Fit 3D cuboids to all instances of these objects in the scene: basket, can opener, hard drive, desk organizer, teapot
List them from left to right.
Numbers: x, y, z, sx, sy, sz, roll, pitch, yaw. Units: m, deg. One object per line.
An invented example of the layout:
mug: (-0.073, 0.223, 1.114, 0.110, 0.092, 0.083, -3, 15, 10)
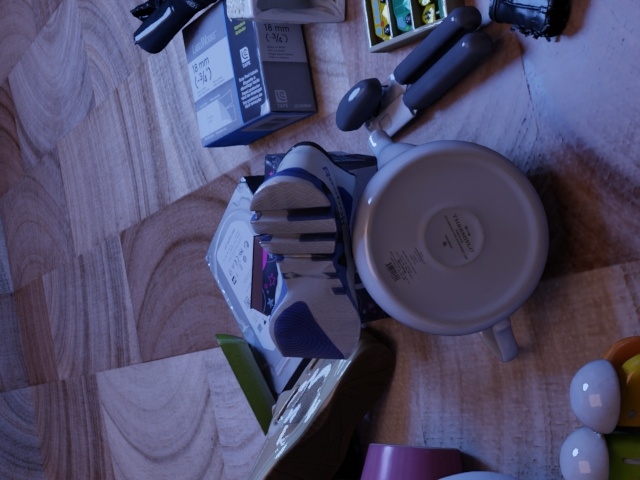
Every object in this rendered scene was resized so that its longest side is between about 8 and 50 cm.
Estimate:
hard drive: (-0.090, 0.081, 1.502, 0.339, 0.064, 0.237, 58, 138, 28)
desk organizer: (-0.083, 0.057, 1.394, 0.050, 0.047, 0.130, 22, 114, 48)
basket: (-0.057, -0.392, 1.290, 0.103, 0.167, 0.113, 14, 107, 59)
can opener: (0.114, -0.214, 1.138, 0.283, 0.095, 0.076, -38, 68, 58)
teapot: (0.157, 0.002, 1.050, 0.187, 0.252, 0.256, 89, -164, -88)

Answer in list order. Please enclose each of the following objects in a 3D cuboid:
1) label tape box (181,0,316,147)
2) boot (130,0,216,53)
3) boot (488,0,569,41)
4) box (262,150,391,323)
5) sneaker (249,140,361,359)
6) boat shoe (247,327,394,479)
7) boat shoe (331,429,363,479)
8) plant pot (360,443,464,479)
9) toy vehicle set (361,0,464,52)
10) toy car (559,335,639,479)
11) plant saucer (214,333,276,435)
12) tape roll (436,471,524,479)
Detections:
label tape box: (-0.139, -0.352, 1.455, 0.240, 0.106, 0.333, -15, 84, 53)
boot: (-0.244, -0.466, 1.488, 0.207, 0.094, 0.246, -26, 44, 39)
boot: (0.249, -0.301, 0.985, 0.099, 0.045, 0.121, 36, 131, 48)
box: (0.018, -0.004, 1.253, 0.142, 0.163, 0.247, 16, 108, 49)
sneaker: (0.000, -0.001, 1.090, 0.127, 0.182, 0.315, 3, 131, 12)
boat shoe: (-0.016, 0.287, 1.315, 0.341, 0.121, 0.110, -53, 39, -1)
boat shoe: (0.030, 0.394, 1.358, 0.089, 0.109, 0.258, -21, 81, 50)
plant pot: (0.128, 0.379, 1.163, 0.201, 0.201, 0.180, -16, 67, 54)
toy vehicle set: (0.114, -0.411, 1.156, 0.166, 0.035, 0.267, -8, 89, 54)
toy car: (0.335, 0.190, 0.892, 0.136, 0.159, 0.182, -97, 10, -75)
plant saucer: (-0.131, 0.250, 1.529, 0.188, 0.045, 0.188, 63, 171, -1)
tape roll: (0.199, 0.426, 0.990, 0.100, 0.286, 0.286, 8, -107, -84)
